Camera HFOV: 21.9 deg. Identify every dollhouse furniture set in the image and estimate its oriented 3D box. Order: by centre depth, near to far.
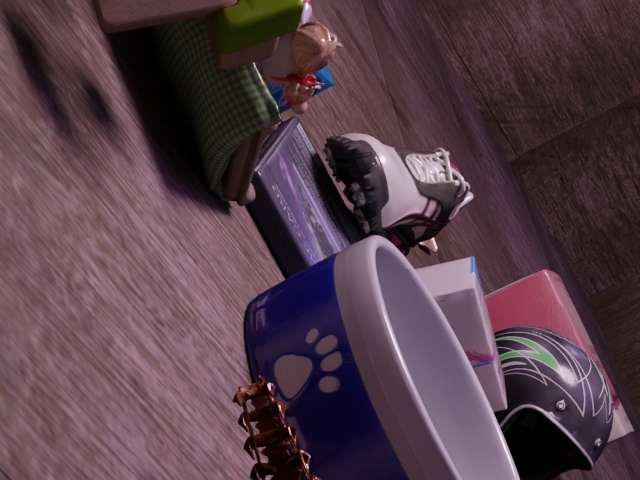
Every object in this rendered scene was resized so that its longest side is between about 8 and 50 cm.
[{"bbox_3d":[-0.125,-0.153,1.157,0.301,0.151,0.197,112,-36,-66],"label":"dollhouse furniture set"}]

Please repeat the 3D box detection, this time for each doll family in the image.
[{"bbox_3d":[-0.042,-0.233,1.259,0.163,0.118,0.262,-171,-91,-68],"label":"doll family"}]

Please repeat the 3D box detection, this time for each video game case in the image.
[{"bbox_3d":[0.000,0.000,1.469,0.196,0.026,0.274,62,12,-9],"label":"video game case"}]

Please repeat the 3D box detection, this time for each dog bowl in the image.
[{"bbox_3d":[0.053,0.135,1.206,0.265,0.104,0.265,59,13,-22],"label":"dog bowl"}]

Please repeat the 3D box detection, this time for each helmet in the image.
[{"bbox_3d":[0.214,0.168,1.684,0.169,0.162,0.169,59,13,-21],"label":"helmet"}]

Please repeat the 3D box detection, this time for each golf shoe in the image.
[{"bbox_3d":[0.078,-0.061,1.617,0.105,0.120,0.273,64,3,14],"label":"golf shoe"}]

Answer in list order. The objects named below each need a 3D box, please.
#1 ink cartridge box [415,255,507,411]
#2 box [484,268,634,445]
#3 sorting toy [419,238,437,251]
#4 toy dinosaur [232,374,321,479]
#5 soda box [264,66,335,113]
[{"bbox_3d":[0.118,0.103,1.542,0.092,0.090,0.143,-76,150,-71],"label":"ink cartridge box"},{"bbox_3d":[0.290,0.168,2.108,0.232,0.127,0.148,65,11,10],"label":"box"},{"bbox_3d":[0.120,-0.026,2.075,0.062,0.012,0.083,21,47,-66],"label":"sorting toy"},{"bbox_3d":[0.010,0.231,0.821,0.322,0.164,0.218,48,-8,18],"label":"toy dinosaur"},{"bbox_3d":[-0.065,-0.228,1.564,0.210,0.071,0.067,66,12,12],"label":"soda box"}]
